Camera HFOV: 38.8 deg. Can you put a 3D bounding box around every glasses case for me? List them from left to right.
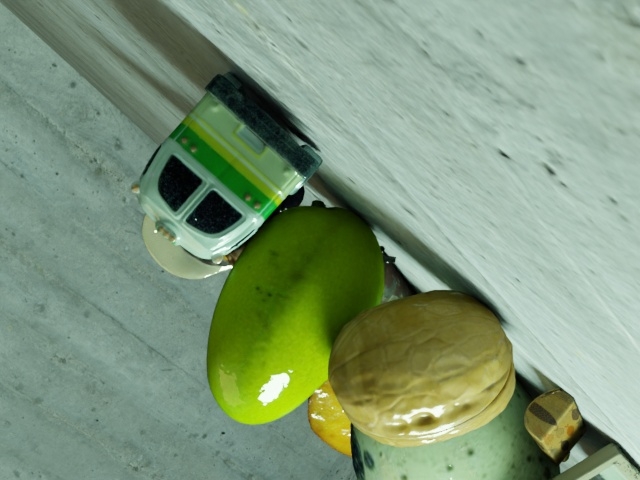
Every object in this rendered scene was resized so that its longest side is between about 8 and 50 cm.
[{"bbox_3d":[0.292,0.231,1.133,0.041,0.065,0.170,38,175,31],"label":"glasses case"}]

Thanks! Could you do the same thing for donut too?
[{"bbox_3d":[0.118,0.284,1.751,0.303,0.303,0.110,43,-158,-23],"label":"donut"}]

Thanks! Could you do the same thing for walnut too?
[{"bbox_3d":[0.107,0.137,0.966,0.165,0.197,0.165,164,90,-89],"label":"walnut"}]

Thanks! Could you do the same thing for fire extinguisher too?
[{"bbox_3d":[0.092,0.069,1.239,0.089,0.072,0.268,-1,155,24],"label":"fire extinguisher"}]

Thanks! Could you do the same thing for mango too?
[{"bbox_3d":[-0.032,0.079,1.047,0.149,0.273,0.185,24,157,40],"label":"mango"}]

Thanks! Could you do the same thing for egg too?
[{"bbox_3d":[0.188,0.310,1.306,0.379,0.287,0.287,52,171,-24],"label":"egg"}]

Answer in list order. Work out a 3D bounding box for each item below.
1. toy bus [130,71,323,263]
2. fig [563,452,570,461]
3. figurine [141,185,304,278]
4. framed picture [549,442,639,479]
[{"bbox_3d":[-0.107,-0.064,0.959,0.133,0.165,0.276,42,175,-5],"label":"toy bus"},{"bbox_3d":[0.318,0.360,1.536,0.205,0.205,0.205,40,175,4],"label":"fig"},{"bbox_3d":[-0.107,-0.039,1.325,0.332,0.204,0.185,-1,100,50],"label":"figurine"},{"bbox_3d":[0.365,0.416,1.226,0.335,0.247,0.022,44,-163,-34],"label":"framed picture"}]
